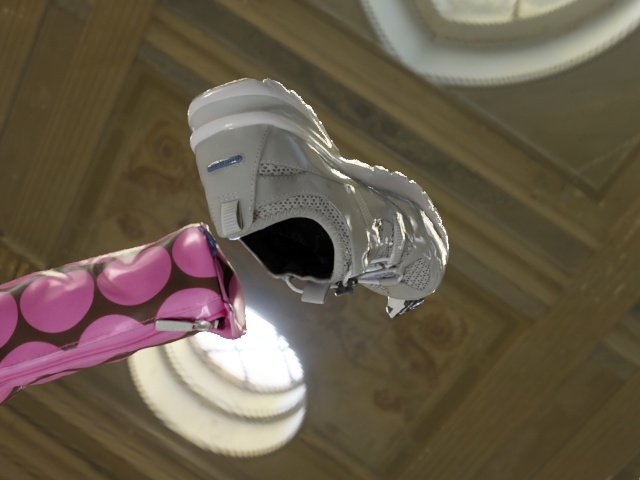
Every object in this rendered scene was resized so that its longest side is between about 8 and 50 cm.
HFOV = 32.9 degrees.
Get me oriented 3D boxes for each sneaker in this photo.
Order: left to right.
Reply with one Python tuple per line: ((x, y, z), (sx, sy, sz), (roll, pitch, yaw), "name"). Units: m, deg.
((0.000, 0.000, 0.770), (0.281, 0.105, 0.115), (31, -129, -48), "sneaker")
((0.094, 0.053, 1.212), (0.040, 0.109, 0.043), (-26, -108, -22), "sneaker")

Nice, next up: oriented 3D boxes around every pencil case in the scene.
((-0.156, 0.057, 0.727), (0.209, 0.095, 0.098), (-19, -138, 0), "pencil case")
